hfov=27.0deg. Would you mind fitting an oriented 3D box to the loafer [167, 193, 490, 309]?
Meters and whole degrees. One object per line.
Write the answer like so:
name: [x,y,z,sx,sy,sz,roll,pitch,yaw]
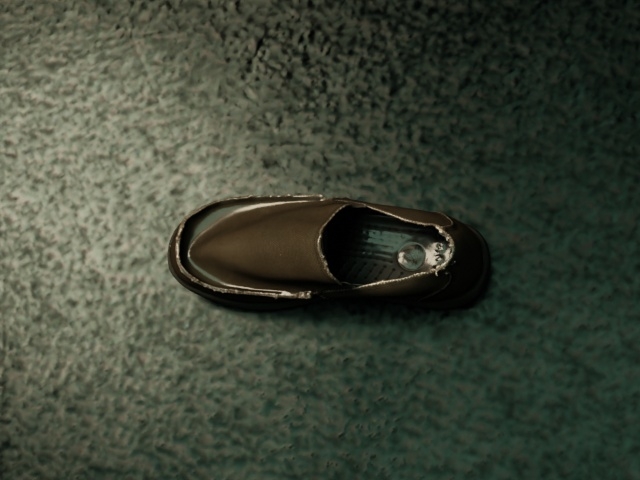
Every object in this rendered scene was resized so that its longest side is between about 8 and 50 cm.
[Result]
loafer: [0.000,0.000,0.882,0.220,0.078,0.080,-1,75,12]
